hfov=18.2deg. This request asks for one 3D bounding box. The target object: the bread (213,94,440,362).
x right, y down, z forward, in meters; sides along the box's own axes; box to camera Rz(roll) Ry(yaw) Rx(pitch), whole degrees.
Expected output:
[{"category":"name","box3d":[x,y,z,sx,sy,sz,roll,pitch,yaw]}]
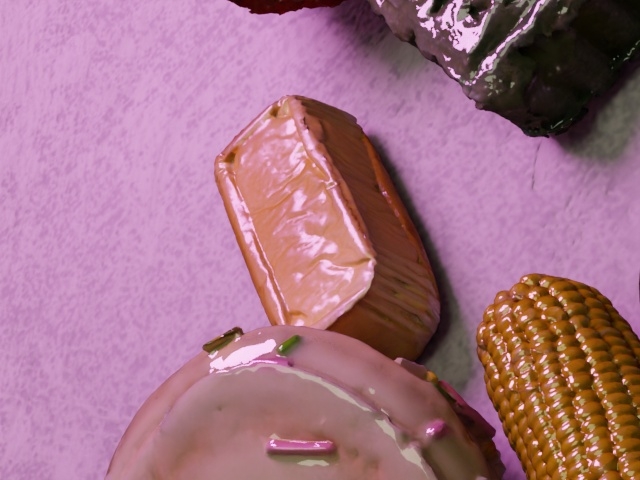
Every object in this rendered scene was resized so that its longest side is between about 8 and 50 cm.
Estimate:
[{"category":"bread","box3d":[0.000,0.000,1.784,0.152,0.119,0.288,-41,47,18]}]

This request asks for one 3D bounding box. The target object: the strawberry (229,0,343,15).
[{"category":"strawberry","box3d":[-0.016,-0.360,1.897,0.312,0.267,0.351,-28,9,4]}]

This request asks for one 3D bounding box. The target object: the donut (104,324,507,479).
[{"category":"donut","box3d":[-0.026,0.230,1.625,0.371,0.150,0.307,-43,75,22]}]

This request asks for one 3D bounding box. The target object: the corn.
[{"category":"corn","box3d":[0.228,0.180,1.457,0.144,0.144,0.387,-42,43,22]}]

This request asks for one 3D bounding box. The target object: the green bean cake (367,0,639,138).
[{"category":"green bean cake","box3d":[0.182,-0.235,1.722,0.241,0.132,0.255,-50,43,9]}]

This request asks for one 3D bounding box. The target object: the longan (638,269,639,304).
[{"category":"longan","box3d":[0.341,0.018,1.370,0.248,0.248,0.248,-22,56,36]}]
